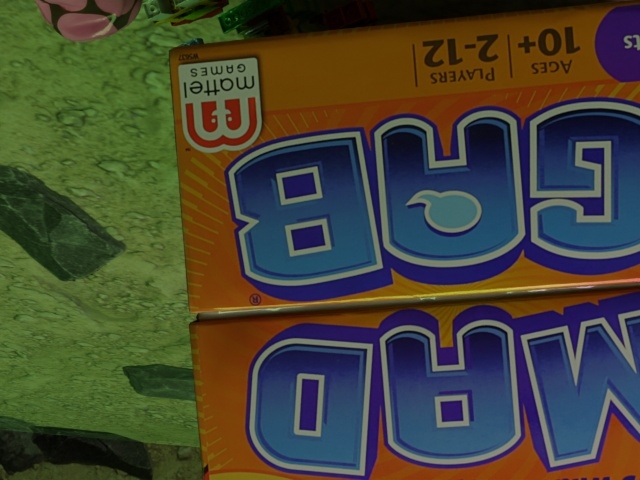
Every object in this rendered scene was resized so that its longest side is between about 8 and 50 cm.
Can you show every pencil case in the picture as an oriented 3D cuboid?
[{"bbox_3d":[-0.234,-0.242,0.803,0.098,0.095,0.209,-32,145,9],"label":"pencil case"}]

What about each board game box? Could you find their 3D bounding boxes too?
[{"bbox_3d":[0.107,0.032,0.806,0.356,0.356,0.356,-5,180,6],"label":"board game box"}]

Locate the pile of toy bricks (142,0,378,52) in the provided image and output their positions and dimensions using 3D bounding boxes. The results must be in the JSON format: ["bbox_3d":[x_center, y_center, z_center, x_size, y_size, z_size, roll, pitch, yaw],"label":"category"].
[{"bbox_3d":[-0.034,-0.196,0.859,0.212,0.118,0.105,-18,180,28],"label":"pile of toy bricks"}]
